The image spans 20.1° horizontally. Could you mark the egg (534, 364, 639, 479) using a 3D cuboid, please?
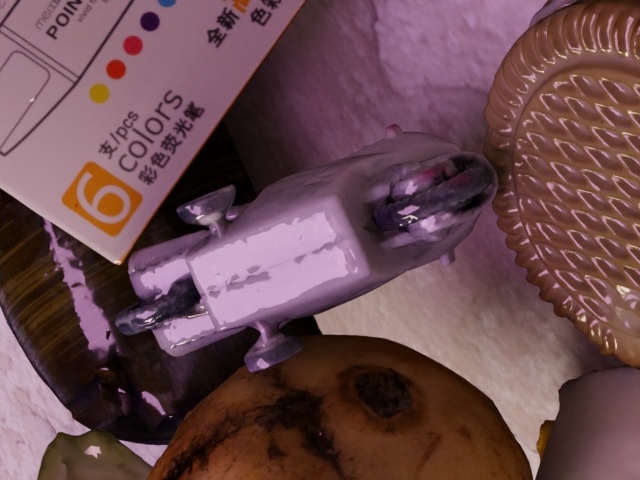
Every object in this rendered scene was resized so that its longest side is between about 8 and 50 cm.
[{"bbox_3d":[0.225,0.226,1.133,0.264,0.174,0.286,-13,103,48],"label":"egg"}]

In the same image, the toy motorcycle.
[{"bbox_3d":[0.000,0.000,1.137,0.260,0.171,0.110,-23,92,22],"label":"toy motorcycle"}]

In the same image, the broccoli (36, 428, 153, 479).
[{"bbox_3d":[-0.113,0.279,1.384,0.275,0.353,0.397,-1,110,6],"label":"broccoli"}]

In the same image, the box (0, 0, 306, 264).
[{"bbox_3d":[-0.141,-0.151,1.156,0.221,0.274,0.091,33,-173,-11],"label":"box"}]

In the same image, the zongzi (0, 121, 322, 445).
[{"bbox_3d":[-0.185,-0.026,1.444,0.403,0.208,0.432,66,164,2],"label":"zongzi"}]

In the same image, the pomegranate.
[{"bbox_3d":[0.012,0.181,1.142,0.260,0.260,0.260,29,135,33],"label":"pomegranate"}]

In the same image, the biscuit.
[{"bbox_3d":[0.201,-0.039,1.040,0.259,0.079,0.259,29,135,33],"label":"biscuit"}]
